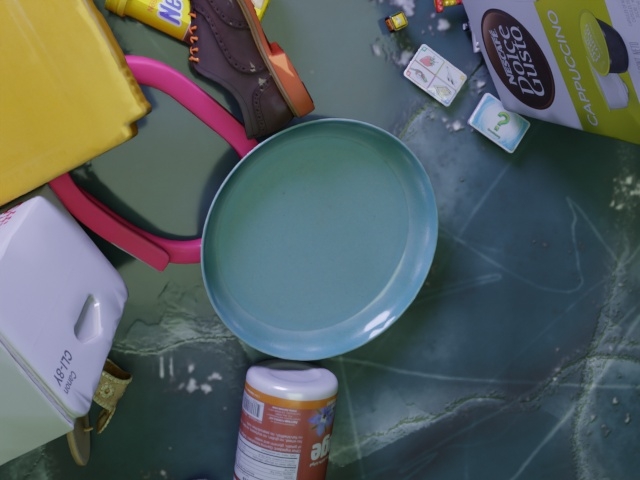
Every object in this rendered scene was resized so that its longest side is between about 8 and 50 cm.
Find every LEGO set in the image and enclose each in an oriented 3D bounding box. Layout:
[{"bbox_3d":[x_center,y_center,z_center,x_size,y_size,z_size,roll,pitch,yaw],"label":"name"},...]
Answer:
[{"bbox_3d":[0.209,-0.253,1.024,0.244,0.060,0.182,33,90,-14],"label":"LEGO set"}]

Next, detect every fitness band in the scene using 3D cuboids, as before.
[{"bbox_3d":[-0.191,-0.086,0.950,0.291,0.054,0.209,38,91,-31],"label":"fitness band"}]

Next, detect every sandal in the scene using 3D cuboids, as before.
[{"bbox_3d":[-0.277,0.165,0.997,0.079,0.088,0.239,-6,97,-3],"label":"sandal"}]

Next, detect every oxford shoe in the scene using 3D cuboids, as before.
[{"bbox_3d":[-0.113,-0.234,0.879,0.098,0.097,0.271,-32,109,4],"label":"oxford shoe"}]

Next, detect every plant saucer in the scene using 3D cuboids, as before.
[{"bbox_3d":[0.000,0.000,1.009,0.318,0.044,0.317,-7,110,-21],"label":"plant saucer"}]

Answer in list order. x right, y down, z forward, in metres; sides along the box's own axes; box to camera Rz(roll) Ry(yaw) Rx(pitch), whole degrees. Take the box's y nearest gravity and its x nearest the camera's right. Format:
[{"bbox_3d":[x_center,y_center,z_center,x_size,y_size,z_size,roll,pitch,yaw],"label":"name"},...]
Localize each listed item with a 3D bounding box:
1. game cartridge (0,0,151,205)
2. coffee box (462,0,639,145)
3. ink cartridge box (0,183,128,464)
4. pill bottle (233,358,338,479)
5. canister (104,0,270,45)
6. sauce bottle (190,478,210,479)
[{"bbox_3d":[-0.369,-0.199,0.821,0.285,0.052,0.323,-25,105,5],"label":"game cartridge"},{"bbox_3d":[0.357,-0.339,0.853,0.338,0.334,0.337,-33,116,-8],"label":"coffee box"},{"bbox_3d":[-0.420,0.131,0.818,0.385,0.279,0.160,-27,114,8],"label":"ink cartridge box"},{"bbox_3d":[-0.049,0.274,1.042,0.121,0.121,0.216,6,100,-11],"label":"pill bottle"},{"bbox_3d":[-0.150,-0.294,0.942,0.170,0.073,0.126,23,96,-15],"label":"canister"},{"bbox_3d":[-0.114,0.486,1.078,0.111,0.111,0.344,-28,106,-4],"label":"sauce bottle"}]
